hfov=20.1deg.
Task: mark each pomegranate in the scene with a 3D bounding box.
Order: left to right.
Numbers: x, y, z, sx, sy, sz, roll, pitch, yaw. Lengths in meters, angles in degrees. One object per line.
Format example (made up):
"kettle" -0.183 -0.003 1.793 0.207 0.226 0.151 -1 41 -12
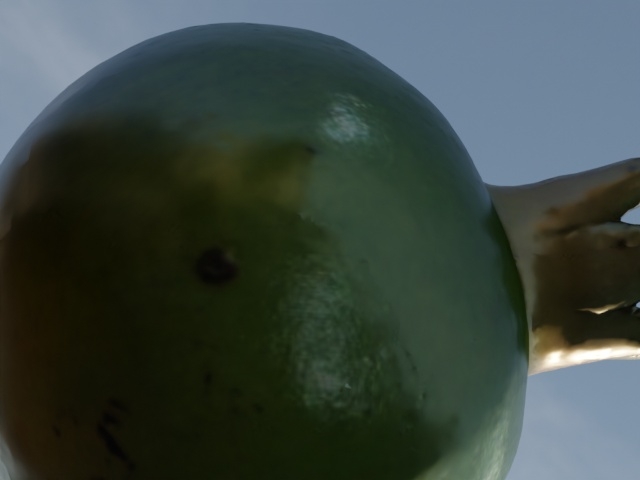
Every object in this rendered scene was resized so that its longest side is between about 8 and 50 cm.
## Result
"pomegranate" 0.000 0.000 0.850 0.359 0.310 0.216 -12 -70 -4
